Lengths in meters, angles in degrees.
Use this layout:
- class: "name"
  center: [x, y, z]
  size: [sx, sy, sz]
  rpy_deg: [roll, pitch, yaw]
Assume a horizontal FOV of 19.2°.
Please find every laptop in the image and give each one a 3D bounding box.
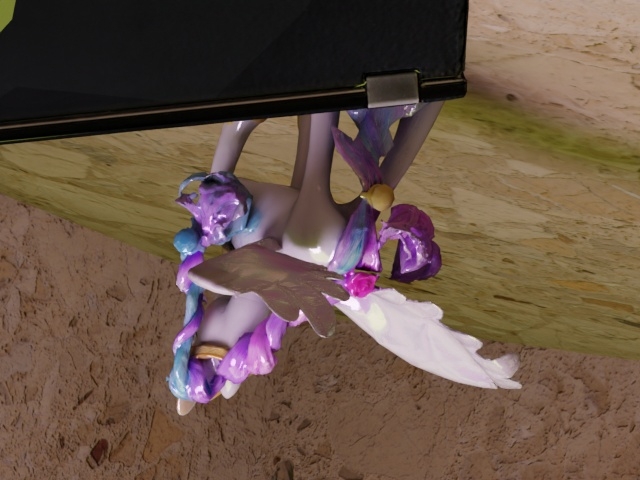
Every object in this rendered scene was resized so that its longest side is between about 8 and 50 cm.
- class: "laptop"
  center: [-0.120, -0.182, 1.078]
  size: [0.382, 0.236, 0.408]
  rpy_deg: [-5, -170, -5]

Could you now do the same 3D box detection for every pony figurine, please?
- class: "pony figurine"
  center: [0.000, 0.000, 1.712]
  size: [0.303, 0.363, 0.351]
  rpy_deg: [24, 168, -35]
